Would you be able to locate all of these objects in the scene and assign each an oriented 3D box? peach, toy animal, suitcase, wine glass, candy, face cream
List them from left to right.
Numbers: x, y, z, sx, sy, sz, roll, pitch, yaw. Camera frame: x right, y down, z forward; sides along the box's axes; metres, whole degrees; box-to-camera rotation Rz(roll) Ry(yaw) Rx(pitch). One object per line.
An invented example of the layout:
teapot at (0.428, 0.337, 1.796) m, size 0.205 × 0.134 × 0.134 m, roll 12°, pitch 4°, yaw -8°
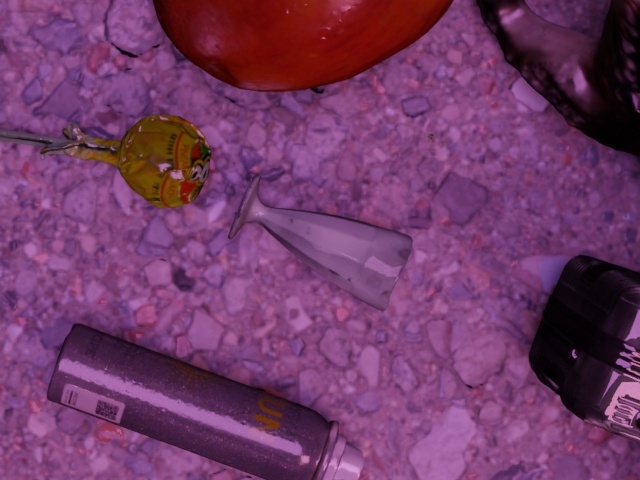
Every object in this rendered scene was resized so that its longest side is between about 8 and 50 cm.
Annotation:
candy at (-0.226, -0.085, 1.108) m, size 0.262 × 0.073 × 0.077 m, roll 9°, pitch 72°, yaw 4°
face cream at (-0.098, 0.154, 1.103) m, size 0.283 × 0.073 × 0.073 m, roll 21°, pitch 90°, yaw -3°
peach at (-0.012, -0.251, 1.026) m, size 0.281 × 0.238 × 0.281 m, roll -14°, pitch 64°, yaw 31°
wine glass at (0.000, 0.000, 1.111) m, size 0.155 × 0.073 × 0.073 m, roll 24°, pitch 89°, yaw 1°
toy animal at (0.314, -0.156, 1.003) m, size 0.194 × 0.344 × 0.303 m, roll -28°, pitch 91°, yaw -15°
suitcase at (0.341, 0.121, 1.057) m, size 0.312 × 0.202 × 0.128 m, roll 21°, pitch 96°, yaw -6°
